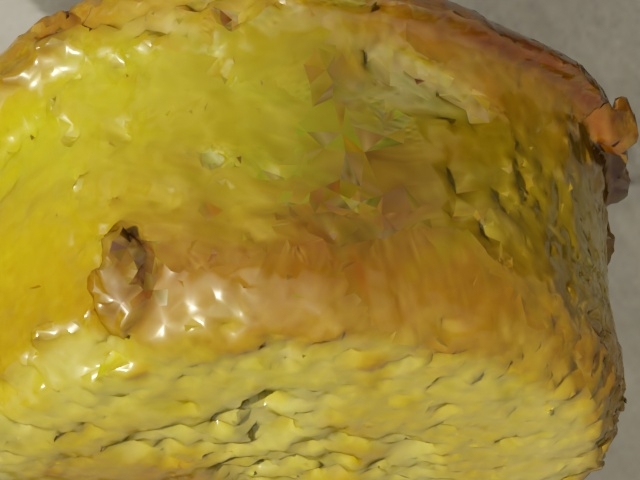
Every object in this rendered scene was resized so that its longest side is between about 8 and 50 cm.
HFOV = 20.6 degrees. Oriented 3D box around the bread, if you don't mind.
[{"bbox_3d":[-0.004,-0.003,0.585,0.260,0.160,0.147,9,150,-16],"label":"bread"}]
